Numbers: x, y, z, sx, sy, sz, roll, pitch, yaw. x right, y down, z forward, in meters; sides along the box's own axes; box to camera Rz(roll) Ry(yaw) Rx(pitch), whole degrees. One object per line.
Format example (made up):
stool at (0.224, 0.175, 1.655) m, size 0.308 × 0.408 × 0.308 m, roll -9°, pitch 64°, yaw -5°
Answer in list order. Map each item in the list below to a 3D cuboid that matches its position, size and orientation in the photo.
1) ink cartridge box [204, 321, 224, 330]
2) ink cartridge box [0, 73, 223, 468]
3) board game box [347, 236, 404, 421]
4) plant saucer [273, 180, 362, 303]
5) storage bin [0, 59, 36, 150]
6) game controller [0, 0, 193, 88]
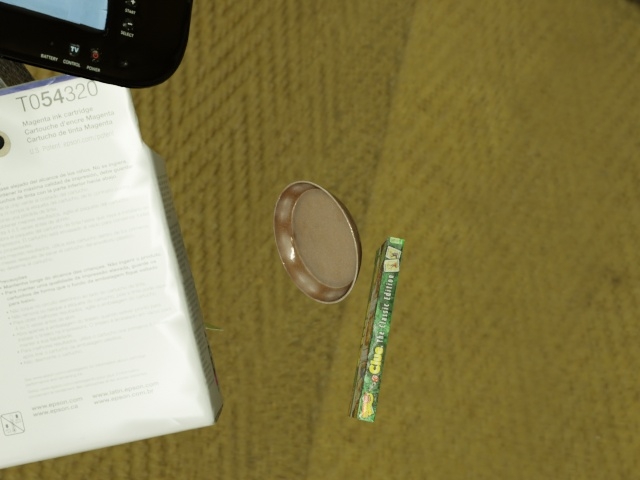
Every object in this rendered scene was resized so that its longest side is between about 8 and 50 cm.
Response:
ink cartridge box at (-0.337, 0.184, 1.869) m, size 0.255 × 0.188 × 0.097 m, roll 13°, pitch 94°, yaw -61°
ink cartridge box at (-0.282, 0.036, 0.867) m, size 0.324 × 0.071 × 0.330 m, roll -12°, pitch 96°, yaw 4°
board game box at (0.080, 0.132, 1.401) m, size 0.030 × 0.136 × 0.260 m, roll 10°, pitch 79°, yaw 0°
plant saucer at (0.000, 0.000, 1.276) m, size 0.029 × 0.168 × 0.168 m, roll -21°, pitch 88°, yaw -38°
storage bin at (-0.349, -0.143, 0.898) m, size 0.122 × 0.084 × 0.180 m, roll -30°, pitch 113°, yaw 8°
game controller at (-0.218, -0.204, 0.619) m, size 0.319 × 0.067 × 0.167 m, roll 9°, pitch 77°, yaw -40°
